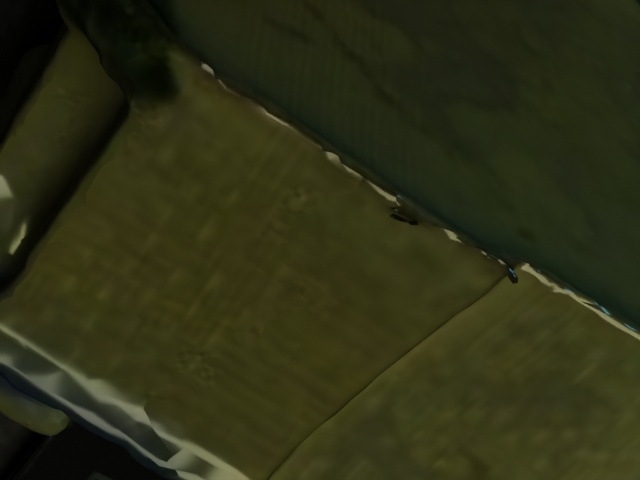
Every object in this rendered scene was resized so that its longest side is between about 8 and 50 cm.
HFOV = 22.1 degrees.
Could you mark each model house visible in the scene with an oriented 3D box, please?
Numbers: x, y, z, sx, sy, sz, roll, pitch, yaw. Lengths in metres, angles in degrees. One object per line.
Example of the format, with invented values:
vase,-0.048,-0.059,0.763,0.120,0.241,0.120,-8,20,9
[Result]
model house,0.000,0.000,0.687,0.321,0.261,0.266,31,125,-11

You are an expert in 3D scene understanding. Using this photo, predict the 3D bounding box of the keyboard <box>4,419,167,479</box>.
keyboard,-0.117,0.136,0.843,0.106,0.027,0.317,32,105,-29
